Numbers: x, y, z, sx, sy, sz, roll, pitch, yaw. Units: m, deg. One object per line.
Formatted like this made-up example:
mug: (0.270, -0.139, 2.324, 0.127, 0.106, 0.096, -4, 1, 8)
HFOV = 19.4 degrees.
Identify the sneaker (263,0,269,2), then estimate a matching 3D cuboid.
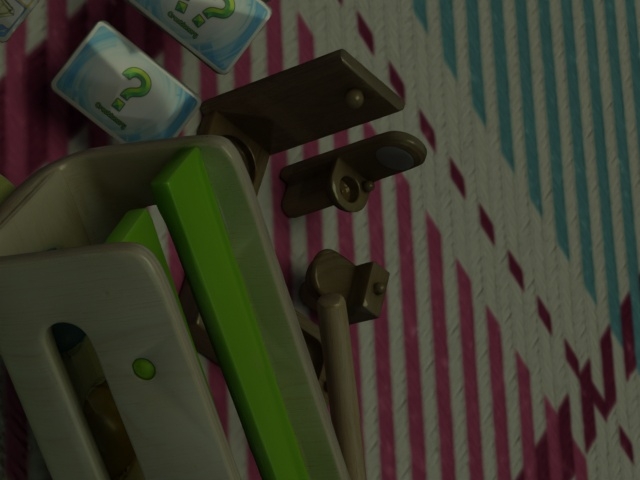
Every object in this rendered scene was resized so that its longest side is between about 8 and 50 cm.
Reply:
sneaker: (-0.089, -0.272, 1.119, 0.110, 0.118, 0.292, -39, 105, -43)

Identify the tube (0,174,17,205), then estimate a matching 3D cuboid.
tube: (-0.220, 0.066, 0.921, 0.070, 0.062, 0.240, 29, 57, -4)

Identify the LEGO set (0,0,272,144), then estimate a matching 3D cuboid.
LEGO set: (-0.127, -0.184, 1.025, 0.244, 0.060, 0.182, 40, 83, -16)

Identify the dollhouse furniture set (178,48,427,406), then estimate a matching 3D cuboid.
dollhouse furniture set: (0.000, 0.000, 1.120, 0.144, 0.123, 0.151, 38, 53, -32)

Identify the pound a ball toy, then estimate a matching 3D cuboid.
pound a ball toy: (-0.065, 0.098, 1.010, 0.208, 0.136, 0.319, -59, 138, -55)
